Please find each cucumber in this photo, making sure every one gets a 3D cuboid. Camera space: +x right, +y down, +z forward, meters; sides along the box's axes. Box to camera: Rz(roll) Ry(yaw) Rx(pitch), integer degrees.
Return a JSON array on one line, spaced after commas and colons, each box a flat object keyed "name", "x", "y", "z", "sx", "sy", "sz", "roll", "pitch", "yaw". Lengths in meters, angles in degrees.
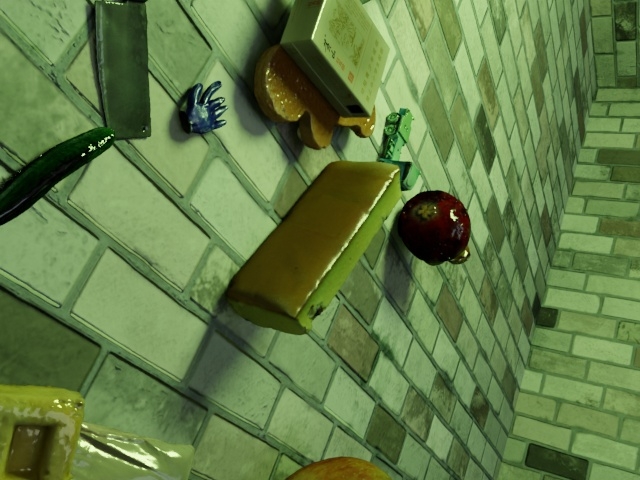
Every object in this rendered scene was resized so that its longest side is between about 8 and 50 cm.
[{"name": "cucumber", "x": -0.275, "y": -0.070, "z": 0.626, "sx": 0.036, "sy": 0.033, "sz": 0.184, "roll": 53, "pitch": 48, "yaw": -17}]

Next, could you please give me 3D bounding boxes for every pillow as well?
[{"name": "pillow", "x": -0.267, "y": 0.259, "z": 0.605, "sx": 0.270, "sy": 0.067, "sz": 0.173, "roll": 27, "pitch": 68, "yaw": -29}]

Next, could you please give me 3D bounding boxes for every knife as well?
[{"name": "knife", "x": -0.220, "y": -0.237, "z": 0.689, "sx": 0.072, "sy": 0.019, "sz": 0.246, "roll": -18, "pitch": 114, "yaw": -54}]

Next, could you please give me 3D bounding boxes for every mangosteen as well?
[{"name": "mangosteen", "x": 0.254, "y": -0.019, "z": 1.364, "sx": 0.166, "sy": 0.166, "sz": 0.180, "roll": -60, "pitch": 145, "yaw": -31}]

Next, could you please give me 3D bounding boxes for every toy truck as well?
[{"name": "toy truck", "x": 0.170, "y": -0.186, "z": 1.264, "sx": 0.067, "sy": 0.081, "sz": 0.175, "roll": 38, "pitch": 65, "yaw": -57}]

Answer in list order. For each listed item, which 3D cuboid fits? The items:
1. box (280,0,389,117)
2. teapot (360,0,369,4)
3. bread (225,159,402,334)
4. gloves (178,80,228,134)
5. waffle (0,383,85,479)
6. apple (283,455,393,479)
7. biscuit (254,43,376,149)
[{"name": "box", "x": 0.030, "y": -0.300, "z": 0.955, "sx": 0.201, "sy": 0.058, "sz": 0.141, "roll": 37, "pitch": 64, "yaw": -53}, {"name": "teapot", "x": 0.116, "y": -0.545, "z": 1.029, "sx": 0.239, "sy": 0.321, "sz": 0.239, "roll": 60, "pitch": 8, "yaw": -29}, {"name": "bread", "x": 0.000, "y": -0.001, "z": 0.982, "sx": 0.361, "sy": 0.138, "sz": 0.077, "roll": -53, "pitch": 140, "yaw": -38}, {"name": "gloves", "x": -0.150, "y": -0.174, "z": 0.806, "sx": 0.086, "sy": 0.026, "sz": 0.064, "roll": -38, "pitch": 126, "yaw": -48}, {"name": "waffle", "x": -0.333, "y": 0.217, "z": 0.483, "sx": 0.247, "sy": 0.055, "sz": 0.221, "roll": 15, "pitch": 84, "yaw": -31}, {"name": "apple", "x": 0.005, "y": 0.512, "z": 0.992, "sx": 0.249, "sy": 0.277, "sz": 0.310, "roll": 6, "pitch": 79, "yaw": -23}, {"name": "biscuit", "x": -0.004, "y": -0.254, "z": 1.001, "sx": 0.324, "sy": 0.049, "sz": 0.206, "roll": -26, "pitch": 117, "yaw": -54}]
